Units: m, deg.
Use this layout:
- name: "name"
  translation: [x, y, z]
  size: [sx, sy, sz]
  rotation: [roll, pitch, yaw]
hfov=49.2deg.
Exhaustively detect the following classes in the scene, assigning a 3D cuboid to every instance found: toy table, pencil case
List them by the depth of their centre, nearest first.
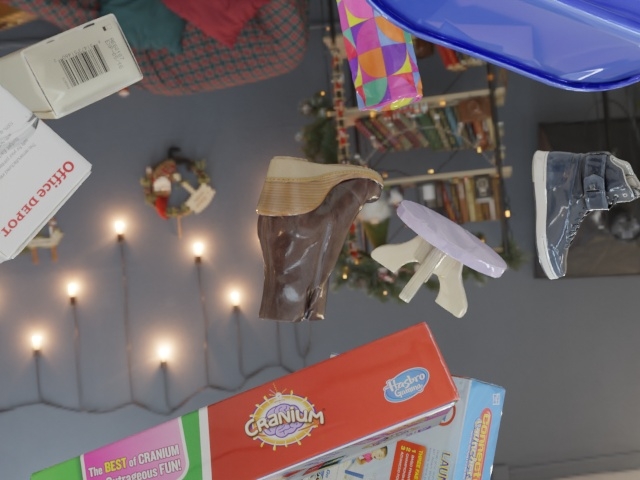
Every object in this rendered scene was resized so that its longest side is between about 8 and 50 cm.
- name: "pencil case"
  translation: [0.077, -0.302, 1.004]
  size: [0.104, 0.236, 0.104]
  rotation: [-12, -179, 0]
- name: "toy table"
  translation: [0.263, 0.046, 1.602]
  size: [0.274, 0.161, 0.252]
  rotation: [39, -158, 21]

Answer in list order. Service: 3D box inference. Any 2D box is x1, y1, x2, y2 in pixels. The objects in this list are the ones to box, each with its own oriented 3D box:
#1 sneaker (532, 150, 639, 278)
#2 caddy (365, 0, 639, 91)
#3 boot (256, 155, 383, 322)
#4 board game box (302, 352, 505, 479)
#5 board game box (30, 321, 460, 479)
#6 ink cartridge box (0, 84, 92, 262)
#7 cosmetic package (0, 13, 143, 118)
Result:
- name: "sneaker"
  translation: [0.442, -0.039, 1.157]
  size: [0.163, 0.226, 0.086]
  rotation: [1, -160, 28]
- name: "caddy"
  translation: [0.167, -0.246, 0.490]
  size: [0.341, 0.241, 0.179]
  rotation: [17, -176, -12]
- name: "boot"
  translation: [0.000, 0.000, 0.936]
  size: [0.090, 0.206, 0.248]
  rotation: [5, -177, 35]
- name: "board game box"
  translation: [0.109, 0.347, 1.074]
  size: [0.086, 0.308, 0.302]
  rotation: [22, 166, -38]
- name: "board game box"
  translation: [-0.045, 0.181, 0.616]
  size: [0.317, 0.064, 0.242]
  rotation: [-21, 160, -2]
- name: "ink cartridge box"
  translation: [-0.258, -0.061, 0.518]
  size: [0.056, 0.135, 0.099]
  rotation: [-14, -143, 53]
- name: "cosmetic package"
  translation: [-0.439, -0.286, 1.179]
  size: [0.160, 0.113, 0.309]
  rotation: [-33, -156, -24]
